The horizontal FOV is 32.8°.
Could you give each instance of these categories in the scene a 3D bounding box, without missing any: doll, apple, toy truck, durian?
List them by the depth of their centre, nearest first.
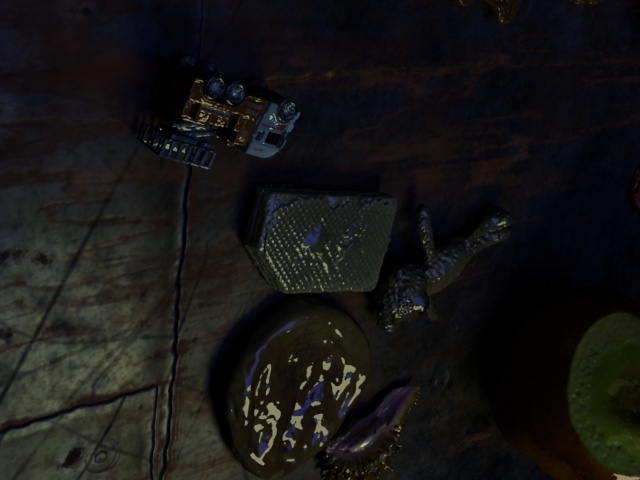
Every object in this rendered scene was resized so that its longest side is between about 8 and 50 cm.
[{"bbox_3d":[-0.118,-0.145,1.305,0.177,0.080,0.115,11,108,-44],"label":"toy truck"},{"bbox_3d":[0.191,0.046,1.699,0.286,0.091,0.203,-8,128,-52],"label":"doll"},{"bbox_3d":[0.100,0.321,1.746,0.224,0.078,0.140,-44,134,-16],"label":"durian"},{"bbox_3d":[0.494,0.266,1.862,0.374,0.384,0.374,-15,120,-28],"label":"apple"}]

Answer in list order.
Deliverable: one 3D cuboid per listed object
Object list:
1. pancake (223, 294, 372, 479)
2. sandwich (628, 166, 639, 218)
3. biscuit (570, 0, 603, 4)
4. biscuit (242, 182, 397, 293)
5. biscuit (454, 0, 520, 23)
[{"bbox_3d":[-0.031,0.214,1.591,0.294,0.049,0.295,-22,124,-36],"label":"pancake"},{"bbox_3d":[0.609,-0.096,2.051,0.069,0.026,0.101,-43,131,-13],"label":"sandwich"},{"bbox_3d":[0.443,-0.511,1.671,0.305,0.038,0.305,-21,124,-35],"label":"biscuit"},{"bbox_3d":[0.000,0.000,1.509,0.252,0.052,0.150,2,109,-43],"label":"biscuit"},{"bbox_3d":[0.227,-0.395,1.533,0.205,0.031,0.138,12,102,-46],"label":"biscuit"}]
